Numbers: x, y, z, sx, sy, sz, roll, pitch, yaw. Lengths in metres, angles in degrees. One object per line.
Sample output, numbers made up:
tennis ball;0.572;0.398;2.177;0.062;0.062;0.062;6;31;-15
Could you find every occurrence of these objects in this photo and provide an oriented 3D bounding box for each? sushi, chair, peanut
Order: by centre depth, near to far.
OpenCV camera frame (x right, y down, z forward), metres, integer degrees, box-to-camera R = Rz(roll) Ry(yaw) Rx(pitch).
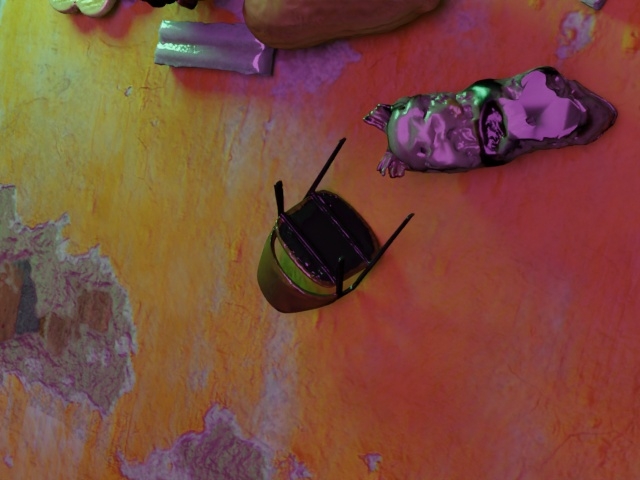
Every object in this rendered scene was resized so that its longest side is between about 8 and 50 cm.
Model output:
sushi;0.231;-0.163;1.073;0.332;0.130;0.124;-10;90;25
peanut;0.027;-0.373;1.152;0.318;0.147;0.148;-5;91;24
chair;0.000;0.000;1.186;0.159;0.172;0.247;50;155;14

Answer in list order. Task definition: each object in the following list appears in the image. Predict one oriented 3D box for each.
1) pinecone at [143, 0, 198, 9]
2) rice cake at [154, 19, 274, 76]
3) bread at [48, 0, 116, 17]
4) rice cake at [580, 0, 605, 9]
pinecone;-0.257;-0.484;1.247;0.221;0.221;0.222;2;94;25
rice cake;-0.180;-0.325;1.305;0.226;0.040;0.085;10;99;24
bread;-0.425;-0.498;1.410;0.250;0.039;0.182;13;99;24
rice cake;0.411;-0.391;1.026;0.042;0.030;0.180;40;109;23
